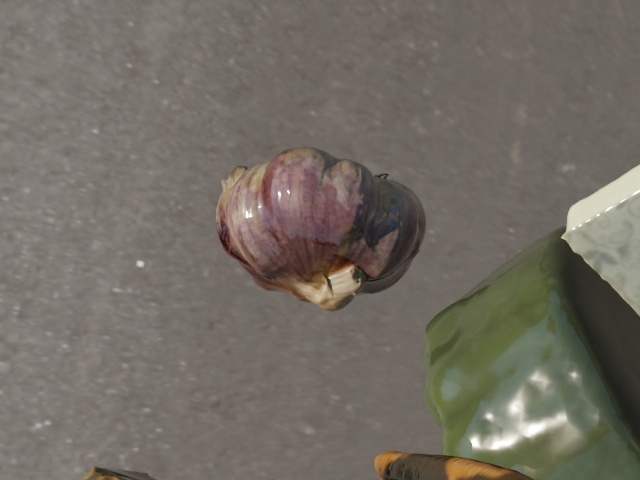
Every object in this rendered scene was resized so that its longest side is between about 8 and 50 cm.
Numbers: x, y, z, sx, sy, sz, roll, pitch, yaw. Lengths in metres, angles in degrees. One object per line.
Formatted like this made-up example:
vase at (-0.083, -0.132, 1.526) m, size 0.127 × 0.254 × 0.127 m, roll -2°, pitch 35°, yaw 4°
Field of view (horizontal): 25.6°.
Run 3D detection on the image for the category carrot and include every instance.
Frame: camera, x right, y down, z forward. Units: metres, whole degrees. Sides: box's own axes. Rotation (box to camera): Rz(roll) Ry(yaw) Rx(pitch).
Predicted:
carrot at (0.080, 0.150, 0.867) m, size 0.037 × 0.190 × 0.037 m, roll 0°, pitch 89°, yaw -22°

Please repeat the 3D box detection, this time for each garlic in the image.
garlic at (0.000, 0.000, 1.569) m, size 0.245 × 0.245 × 0.160 m, roll -1°, pitch 73°, yaw 23°

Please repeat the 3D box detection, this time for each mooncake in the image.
mooncake at (0.254, 0.172, 1.261) m, size 0.194 × 0.356 × 0.356 m, roll -39°, pitch 68°, yaw 30°

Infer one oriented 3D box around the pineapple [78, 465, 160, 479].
pineapple at (-0.152, 0.273, 0.913) m, size 0.128 × 0.128 × 0.248 m, roll 25°, pitch 85°, yaw 24°

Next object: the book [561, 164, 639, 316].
book at (0.324, 0.057, 0.607) m, size 0.264 × 0.031 × 0.379 m, roll -35°, pitch 109°, yaw 32°
